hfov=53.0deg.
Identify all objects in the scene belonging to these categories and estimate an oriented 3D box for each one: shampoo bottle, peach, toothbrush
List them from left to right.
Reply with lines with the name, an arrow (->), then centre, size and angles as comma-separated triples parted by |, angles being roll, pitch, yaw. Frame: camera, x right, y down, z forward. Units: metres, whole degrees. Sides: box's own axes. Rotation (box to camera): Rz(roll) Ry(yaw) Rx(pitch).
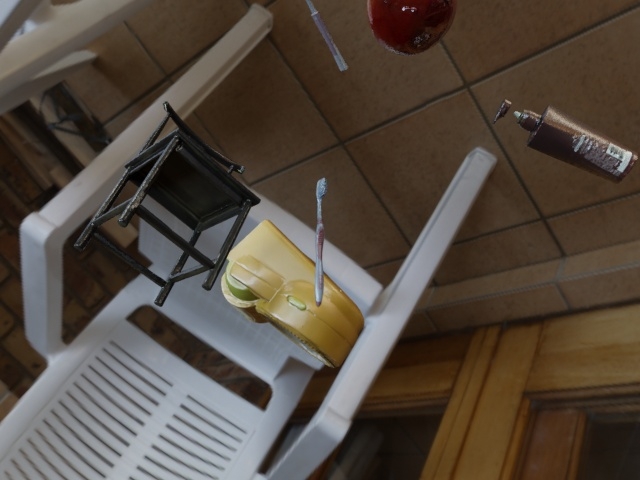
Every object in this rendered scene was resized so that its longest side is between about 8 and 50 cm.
toothbrush -> -0.001, -0.394, 1.168 | 0.014, 0.017, 0.194 | -5, 132, 41
toothbrush -> 0.000, 0.000, 0.908 | 0.013, 0.194, 0.019 | 13, 156, -26
peach -> 0.185, -0.466, 1.304 | 0.197, 0.197, 0.198 | 18, 135, 19
shampoo bottle -> 0.409, -0.172, 1.085 | 0.236, 0.068, 0.067 | 29, 148, 6

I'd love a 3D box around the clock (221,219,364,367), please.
clock -> -0.049, 0.135, 1.411 | 0.317, 0.200, 0.244 | 35, 171, 25

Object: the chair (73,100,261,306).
chair -> -0.174, -0.065, 0.837 | 0.141, 0.260, 0.154 | -18, 130, 44
